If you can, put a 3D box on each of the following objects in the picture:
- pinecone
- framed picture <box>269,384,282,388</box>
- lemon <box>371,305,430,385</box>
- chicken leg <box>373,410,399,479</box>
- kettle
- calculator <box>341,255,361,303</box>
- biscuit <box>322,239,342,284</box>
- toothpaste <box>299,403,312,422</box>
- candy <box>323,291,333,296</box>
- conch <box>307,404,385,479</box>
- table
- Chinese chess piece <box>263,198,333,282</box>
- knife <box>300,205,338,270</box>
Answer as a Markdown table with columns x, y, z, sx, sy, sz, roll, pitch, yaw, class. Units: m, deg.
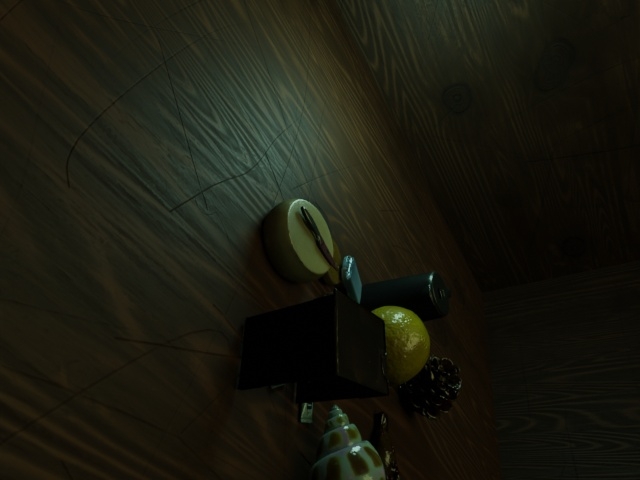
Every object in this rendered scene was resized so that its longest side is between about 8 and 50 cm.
| x | y | z | sx | sy | sz | roll | pitch | yaw | class |
| --- | --- | --- | --- | --- | --- | --- | --- | --- | --- |
| 0.460 | 0.601 | 1.715 | 0.243 | 0.309 | 0.244 | 22 | 34 | -16 | pinecone |
| -0.120 | 0.346 | 1.103 | 0.066 | 0.006 | 0.089 | 10 | 65 | -58 | framed picture |
| 0.250 | 0.368 | 1.458 | 0.293 | 0.292 | 0.294 | 36 | 45 | -47 | lemon |
| 0.231 | 0.770 | 1.414 | 0.177 | 0.082 | 0.323 | 4 | 72 | -69 | chicken leg |
| 0.353 | 0.258 | 1.660 | 0.262 | 0.307 | 0.203 | 43 | 41 | -40 | kettle |
| 0.119 | 0.155 | 1.546 | 0.121 | 0.039 | 0.210 | -75 | 153 | -45 | calculator |
| 0.031 | 0.082 | 1.473 | 0.170 | 0.049 | 0.171 | 42 | 42 | -54 | biscuit |
| -0.037 | 0.413 | 1.185 | 0.056 | 0.036 | 0.206 | 32 | 52 | -48 | toothpaste |
| 0.073 | 0.223 | 1.464 | 0.182 | 0.053 | 0.047 | 47 | 30 | -40 | candy |
| 0.065 | 0.637 | 1.063 | 0.250 | 0.196 | 0.368 | 78 | 27 | -53 | conch |
| -0.013 | 0.281 | 1.027 | 0.250 | 0.281 | 0.197 | 36 | 44 | -46 | table |
| -0.065 | 0.002 | 1.294 | 0.273 | 0.102 | 0.274 | 36 | 45 | -45 | Chinese chess piece |
| 0.000 | 0.000 | 1.283 | 0.248 | 0.018 | 0.035 | 61 | 28 | -20 | knife |
